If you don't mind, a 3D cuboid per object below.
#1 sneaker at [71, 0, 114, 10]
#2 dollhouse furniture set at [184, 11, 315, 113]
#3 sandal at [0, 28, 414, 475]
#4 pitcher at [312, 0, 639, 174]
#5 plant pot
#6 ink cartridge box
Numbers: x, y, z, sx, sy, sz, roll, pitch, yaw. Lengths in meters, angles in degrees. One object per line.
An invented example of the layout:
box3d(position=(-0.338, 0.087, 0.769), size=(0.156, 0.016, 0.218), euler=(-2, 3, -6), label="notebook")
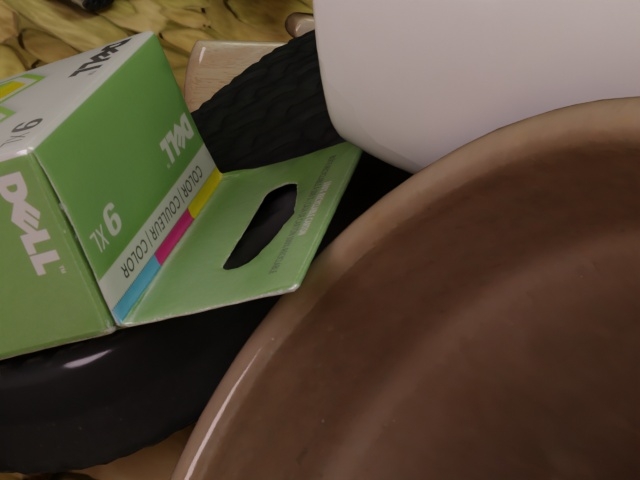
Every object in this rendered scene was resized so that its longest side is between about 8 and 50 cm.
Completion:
box3d(position=(-0.126, -0.179, 0.839), size=(0.058, 0.052, 0.135), euler=(27, 26, 14), label="sneaker")
box3d(position=(-0.061, -0.210, 0.826), size=(0.198, 0.286, 0.303), euler=(0, 14, -9), label="dollhouse furniture set")
box3d(position=(0.035, -0.032, 0.591), size=(0.446, 0.107, 0.167), euler=(-38, 27, -33), label="sandal")
box3d(position=(0.106, -0.053, 0.430), size=(0.207, 0.178, 0.125), euler=(-2, 10, 8), label="pitcher")
box3d(position=(0.110, 0.126, 0.375), size=(0.229, 0.263, 0.263), euler=(30, 24, -32), label="plant pot")
box3d(position=(-0.100, -0.011, 0.445), size=(0.109, 0.209, 0.062), euler=(-63, 135, -62), label="ink cartridge box")
